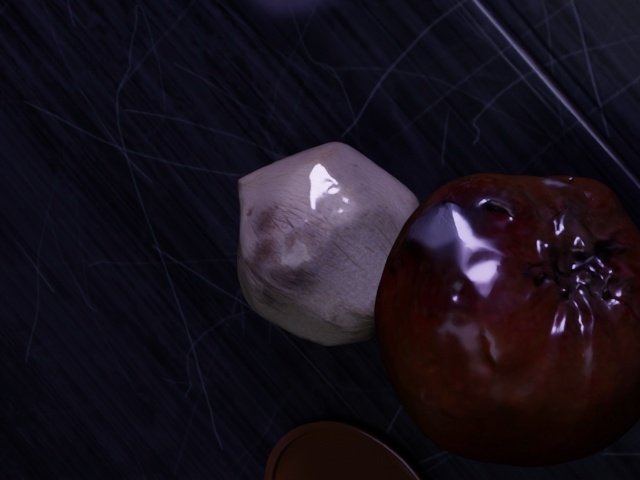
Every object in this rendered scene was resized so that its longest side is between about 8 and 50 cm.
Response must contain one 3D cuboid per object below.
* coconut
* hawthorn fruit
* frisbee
[{"bbox_3d":[0.000,0.000,1.956,0.224,0.224,0.224,14,118,28],"label":"coconut"},{"bbox_3d":[0.199,0.081,1.815,0.308,0.308,0.325,60,164,-4],"label":"hawthorn fruit"},{"bbox_3d":[0.039,0.328,2.191,0.251,0.021,0.250,14,118,27],"label":"frisbee"}]
